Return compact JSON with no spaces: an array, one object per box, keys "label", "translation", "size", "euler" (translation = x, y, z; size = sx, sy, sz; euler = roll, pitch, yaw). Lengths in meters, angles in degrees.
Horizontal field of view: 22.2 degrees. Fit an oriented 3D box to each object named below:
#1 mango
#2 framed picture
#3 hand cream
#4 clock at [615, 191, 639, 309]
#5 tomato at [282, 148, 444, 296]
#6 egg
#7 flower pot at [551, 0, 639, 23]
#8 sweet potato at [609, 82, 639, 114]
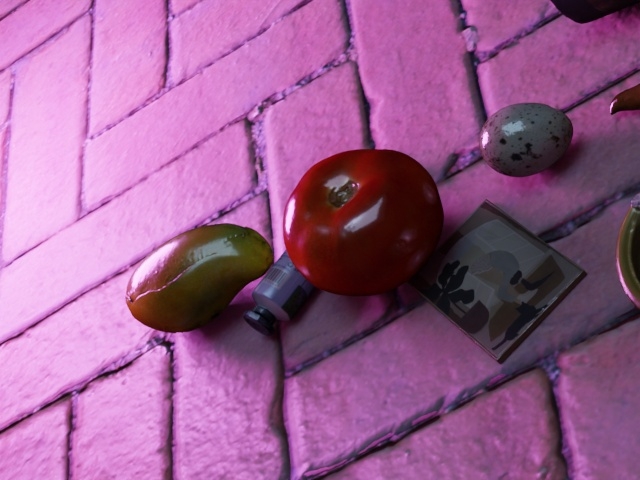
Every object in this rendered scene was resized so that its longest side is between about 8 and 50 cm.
[{"label":"mango","translation":[-0.157,0.049,2.059],"size":[0.233,0.111,0.125],"euler":[-17,66,37]},{"label":"framed picture","translation":[0.192,0.041,1.824],"size":[0.136,0.010,0.201],"euler":[-47,37,-1]},{"label":"hand cream","translation":[0.000,0.000,2.013],"size":[0.271,0.058,0.091],"euler":[-54,28,-17]},{"label":"clock","translation":[0.410,-0.001,1.622],"size":[0.237,0.057,0.237],"euler":[-23,44,24]},{"label":"tomato","translation":[0.052,-0.018,1.899],"size":[0.195,0.136,0.195],"euler":[-19,43,19]},{"label":"egg","translation":[0.236,-0.117,1.870],"size":[0.110,0.085,0.085],"euler":[-21,43,20]},{"label":"flower pot","translation":[0.328,-0.332,1.944],"size":[0.107,0.157,0.157],"euler":[-30,38,39]},{"label":"sweet potato","translation":[0.426,-0.201,1.796],"size":[0.249,0.059,0.069],"euler":[-20,56,36]}]
